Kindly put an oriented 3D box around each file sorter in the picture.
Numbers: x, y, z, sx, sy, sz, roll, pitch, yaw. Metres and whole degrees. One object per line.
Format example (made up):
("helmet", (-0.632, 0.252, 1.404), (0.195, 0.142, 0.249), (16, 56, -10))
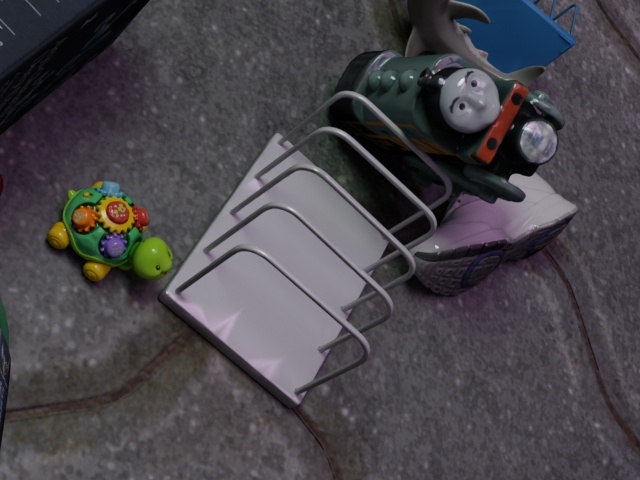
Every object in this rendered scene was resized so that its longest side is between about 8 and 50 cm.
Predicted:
("file sorter", (0.000, 0.000, 1.268), (0.193, 0.173, 0.278), (42, 49, -13))
("file sorter", (0.270, -0.333, 1.672), (0.170, 0.118, 0.105), (34, 48, -18))

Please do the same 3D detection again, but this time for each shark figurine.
("shark figurine", (0.173, -0.262, 1.597), (0.278, 0.166, 0.116), (43, 73, -34))

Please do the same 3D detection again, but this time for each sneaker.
("sneaker", (0.203, -0.022, 1.493), (0.297, 0.111, 0.129), (-21, 66, -45))

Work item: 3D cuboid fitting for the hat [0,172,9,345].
("hat", (-0.351, 0.068, 1.072), (0.208, 0.183, 0.173), (-34, 97, 0))

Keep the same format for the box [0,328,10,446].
("box", (-0.372, 0.157, 0.907), (0.232, 0.059, 0.183), (1, 56, -5))

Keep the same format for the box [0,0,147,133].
("box", (-0.315, -0.236, 1.070), (0.212, 0.293, 0.395), (46, 50, -9))

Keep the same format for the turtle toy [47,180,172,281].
("turtle toy", (-0.208, -0.007, 1.187), (0.130, 0.066, 0.095), (44, 50, -11))

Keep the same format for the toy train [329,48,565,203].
("toy train", (0.141, -0.143, 1.363), (0.190, 0.334, 0.142), (29, 88, -21))
